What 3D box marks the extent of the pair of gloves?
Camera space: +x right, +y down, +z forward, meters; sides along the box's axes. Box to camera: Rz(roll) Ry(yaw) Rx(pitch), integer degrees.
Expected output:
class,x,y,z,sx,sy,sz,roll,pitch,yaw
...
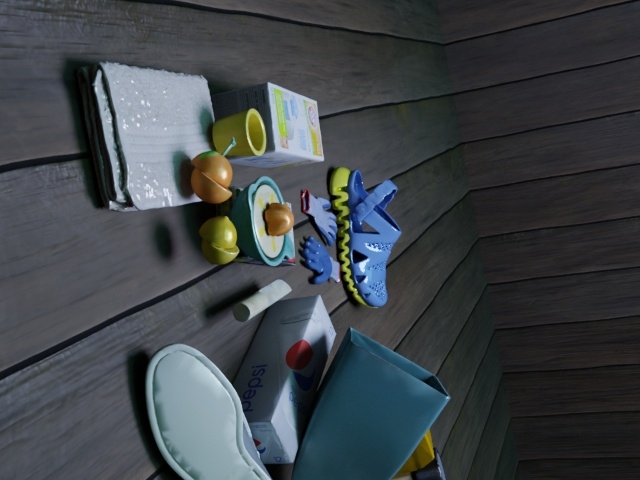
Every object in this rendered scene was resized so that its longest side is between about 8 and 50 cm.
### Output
class,x,y,z,sx,sy,sz,roll,pitch,yaw
pair of gloves,0.000,0.000,1.520,0.159,0.023,0.198,39,46,-57

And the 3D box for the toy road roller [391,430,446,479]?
class,x,y,z,sx,sy,sz,roll,pitch,yaw
toy road roller,0.100,0.343,1.427,0.240,0.203,0.329,-93,163,-54

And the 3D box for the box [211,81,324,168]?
class,x,y,z,sx,sy,sz,roll,pitch,yaw
box,-0.083,-0.186,1.275,0.203,0.103,0.114,-2,84,-68

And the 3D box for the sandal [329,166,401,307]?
class,x,y,z,sx,sy,sz,roll,pitch,yaw
sandal,0.111,-0.009,1.643,0.126,0.138,0.317,-30,112,-69

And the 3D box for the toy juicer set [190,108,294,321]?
class,x,y,z,sx,sy,sz,roll,pitch,yaw
toy juicer set,-0.092,-0.008,1.100,0.209,0.090,0.328,-65,144,-56

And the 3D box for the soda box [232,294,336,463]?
class,x,y,z,sx,sy,sz,roll,pitch,yaw
soda box,-0.062,0.211,1.193,0.286,0.098,0.091,-66,141,-52

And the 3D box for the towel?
class,x,y,z,sx,sy,sz,roll,pitch,yaw
towel,-0.210,-0.139,1.022,0.282,0.049,0.187,-23,105,-67

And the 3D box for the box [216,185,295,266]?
class,x,y,z,sx,sy,sz,roll,pitch,yaw
box,-0.104,-0.018,1.253,0.207,0.036,0.114,11,72,-67

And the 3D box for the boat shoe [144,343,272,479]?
class,x,y,z,sx,sy,sz,roll,pitch,yaw
boat shoe,-0.148,0.264,1.010,0.099,0.116,0.319,26,-35,63

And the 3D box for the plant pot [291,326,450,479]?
class,x,y,z,sx,sy,sz,roll,pitch,yaw
plant pot,0.060,0.284,1.171,0.234,0.166,0.165,-61,179,2
